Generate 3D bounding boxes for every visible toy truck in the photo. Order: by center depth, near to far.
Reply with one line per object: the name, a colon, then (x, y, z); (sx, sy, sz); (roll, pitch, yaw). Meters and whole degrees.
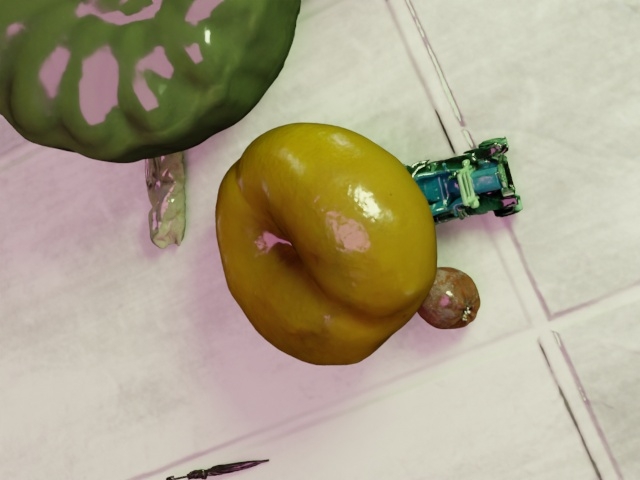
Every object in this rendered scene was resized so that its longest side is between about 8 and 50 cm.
toy truck: (0.122, -0.048, 1.474); (0.154, 0.078, 0.080); (-12, 95, 21)

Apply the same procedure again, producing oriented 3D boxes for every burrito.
burrito: (-0.169, -0.082, 1.583); (0.045, 0.041, 0.186); (1, 101, 16)

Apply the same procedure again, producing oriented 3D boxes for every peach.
peach: (0.000, 0.000, 1.460); (0.251, 0.153, 0.251); (17, 120, 32)

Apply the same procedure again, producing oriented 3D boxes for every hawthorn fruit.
hawthorn fruit: (0.116, 0.050, 1.511); (0.103, 0.066, 0.067); (38, 112, 36)

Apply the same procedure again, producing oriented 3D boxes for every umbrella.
umbrella: (-0.114, 0.257, 1.642); (0.122, 0.022, 0.013); (-11, 71, 10)

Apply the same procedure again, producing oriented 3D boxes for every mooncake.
mooncake: (-0.202, -0.254, 1.457); (0.356, 0.194, 0.357); (0, 90, 18)
